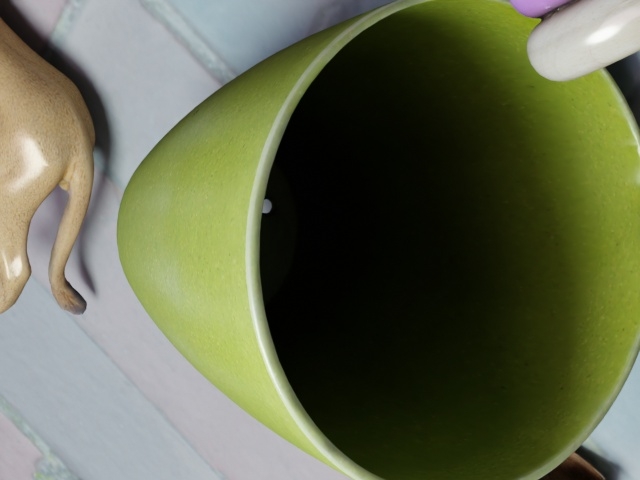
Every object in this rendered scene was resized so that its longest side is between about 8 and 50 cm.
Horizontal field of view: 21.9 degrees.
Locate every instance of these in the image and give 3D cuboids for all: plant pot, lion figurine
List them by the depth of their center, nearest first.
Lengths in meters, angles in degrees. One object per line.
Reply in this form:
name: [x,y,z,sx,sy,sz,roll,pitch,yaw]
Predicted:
plant pot: [0.000,0.000,0.996,0.293,0.275,0.274,3,119,57]
lion figurine: [-0.272,-0.128,1.232,0.392,0.142,0.240,42,129,-8]

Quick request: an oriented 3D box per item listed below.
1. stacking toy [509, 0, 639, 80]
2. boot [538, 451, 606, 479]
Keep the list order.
stacking toy: [0.102,-0.252,0.830,0.141,0.141,0.330,-24,94,46]
boot: [0.100,0.182,1.140,0.197,0.073,0.152,19,129,16]
